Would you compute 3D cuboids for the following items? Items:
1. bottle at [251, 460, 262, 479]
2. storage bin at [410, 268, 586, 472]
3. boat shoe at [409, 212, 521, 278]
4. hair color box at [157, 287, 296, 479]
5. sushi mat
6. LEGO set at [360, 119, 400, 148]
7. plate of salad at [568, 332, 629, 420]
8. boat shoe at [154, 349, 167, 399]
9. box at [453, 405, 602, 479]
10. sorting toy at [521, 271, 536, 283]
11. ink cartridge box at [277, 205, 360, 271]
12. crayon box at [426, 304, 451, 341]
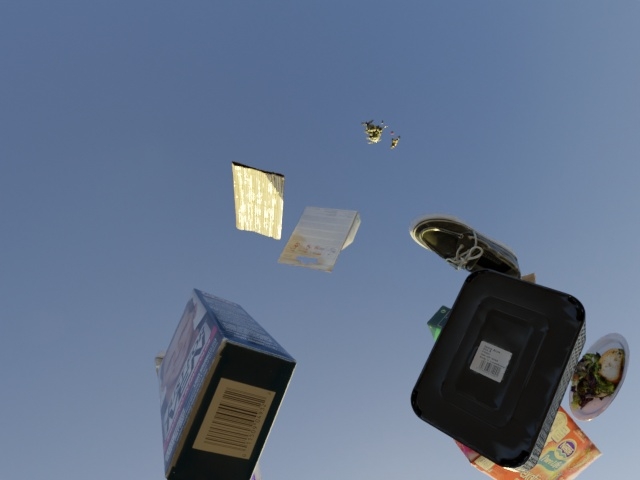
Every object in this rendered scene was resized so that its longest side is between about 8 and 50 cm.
[{"bbox_3d":[-0.184,0.429,0.842,0.118,0.092,0.282,1,-63,9],"label":"bottle"},{"bbox_3d":[0.194,0.136,0.462,0.180,0.122,0.084,-60,-39,-13],"label":"storage bin"},{"bbox_3d":[0.370,0.030,1.088,0.306,0.105,0.113,27,-58,-12],"label":"boat shoe"},{"bbox_3d":[-0.165,0.196,0.654,0.105,0.347,0.173,24,-96,-21],"label":"hair color box"},{"bbox_3d":[-0.186,-0.108,1.276,0.152,0.316,0.019,13,-123,0],"label":"sushi mat"},{"bbox_3d":[0.115,-0.207,0.834,0.083,0.023,0.054,14,-47,2],"label":"LEGO set"},{"bbox_3d":[0.570,0.279,0.894,0.048,0.200,0.199,25,-88,11],"label":"plate of salad"},{"bbox_3d":[-0.400,0.424,1.176,0.096,0.088,0.267,4,-58,21],"label":"boat shoe"},{"bbox_3d":[0.322,0.304,0.712,0.154,0.142,0.300,-45,-56,5],"label":"box"},{"bbox_3d":[0.598,0.138,1.253,0.083,0.075,0.044,-24,-73,31],"label":"sorting toy"},{"bbox_3d":[0.000,0.000,1.271,0.224,0.181,0.056,-66,-31,-29],"label":"ink cartridge box"},{"bbox_3d":[0.448,0.348,1.200,0.083,0.203,0.322,-41,-61,-22],"label":"crayon box"}]
